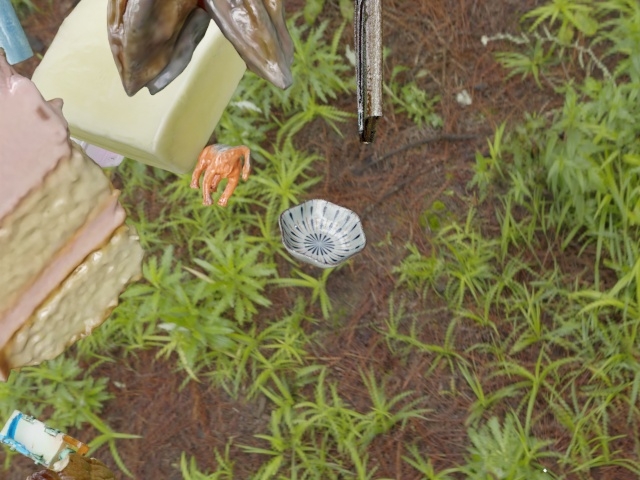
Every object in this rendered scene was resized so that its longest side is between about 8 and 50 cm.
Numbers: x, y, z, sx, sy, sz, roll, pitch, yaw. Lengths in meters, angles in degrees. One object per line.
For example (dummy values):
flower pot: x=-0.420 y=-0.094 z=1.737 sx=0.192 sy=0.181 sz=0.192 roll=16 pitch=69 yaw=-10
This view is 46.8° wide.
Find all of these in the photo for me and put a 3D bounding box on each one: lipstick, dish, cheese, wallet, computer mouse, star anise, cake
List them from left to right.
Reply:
cake: x=-0.394 y=-0.042 z=0.774 sx=0.314 sy=0.306 sz=0.293 roll=31 pitch=67 yaw=28
lipstick: x=-0.546 y=-0.418 z=1.181 sx=0.061 sy=0.274 sz=0.068 roll=-30 pitch=30 yaw=-23
computer mouse: x=-0.391 y=-0.224 z=1.385 sx=0.245 sy=0.126 sz=0.056 roll=-47 pitch=52 yaw=45
cheese: x=-0.276 y=-0.250 z=1.125 sx=0.266 sy=0.124 sz=0.242 roll=20 pitch=79 yaw=23
star anise: x=-0.061 y=-0.200 z=0.439 sx=0.229 sy=0.093 sz=0.236 roll=-37 pitch=73 yaw=14
dish: x=0.000 y=0.000 z=1.536 sx=0.191 sy=0.066 sz=0.190 roll=7 pitch=46 yaw=-7
wallet: x=0.075 y=-0.288 z=1.169 sx=0.039 sy=0.133 sz=0.243 roll=2 pitch=80 yaw=-4

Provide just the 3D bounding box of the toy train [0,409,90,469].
toy train: x=-0.524 y=0.390 z=1.407 sx=0.188 sy=0.099 sz=0.072 roll=12 pitch=61 yaw=33

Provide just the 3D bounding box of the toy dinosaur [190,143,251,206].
toy dinosaur: x=-0.138 y=-0.097 z=1.024 sx=0.279 sy=0.055 sz=0.101 roll=38 pitch=115 yaw=61

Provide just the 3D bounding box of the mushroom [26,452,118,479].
mushroom: x=-0.452 y=0.411 z=1.160 sx=0.302 sy=0.233 sz=0.208 roll=38 pitch=112 yaw=18
